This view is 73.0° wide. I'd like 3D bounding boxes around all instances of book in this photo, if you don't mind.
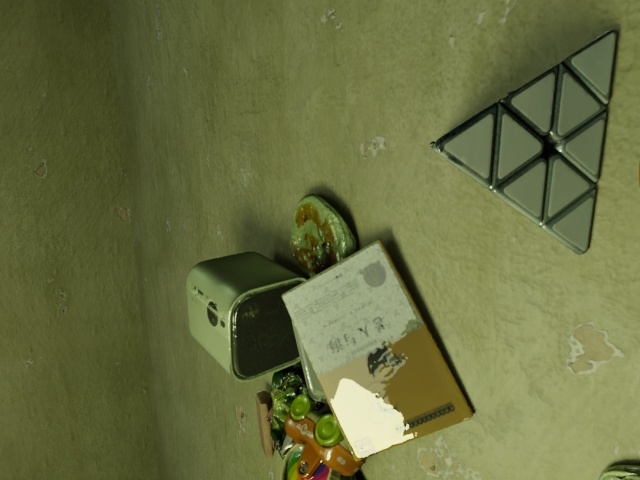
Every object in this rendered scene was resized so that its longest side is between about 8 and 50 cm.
[{"bbox_3d":[0.101,0.226,0.901,0.269,0.032,0.388,-32,76,19],"label":"book"}]

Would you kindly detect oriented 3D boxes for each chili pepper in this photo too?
[{"bbox_3d":[-0.076,0.463,1.230,0.148,0.116,0.264,33,122,56],"label":"chili pepper"}]

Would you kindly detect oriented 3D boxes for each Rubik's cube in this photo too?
[{"bbox_3d":[0.279,-0.136,0.631,0.228,0.233,0.228,72,-155,-55],"label":"Rubik's cube"}]

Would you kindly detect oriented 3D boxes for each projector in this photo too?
[{"bbox_3d":[-0.187,0.189,1.149,0.249,0.248,0.248,22,116,48],"label":"projector"}]

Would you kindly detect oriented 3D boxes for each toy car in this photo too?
[{"bbox_3d":[-0.017,0.516,1.041,0.235,0.145,0.235,-27,37,23],"label":"toy car"}]

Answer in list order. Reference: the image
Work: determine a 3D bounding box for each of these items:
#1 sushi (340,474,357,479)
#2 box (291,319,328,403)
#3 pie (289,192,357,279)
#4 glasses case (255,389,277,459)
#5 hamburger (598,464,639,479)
[{"bbox_3d":[0.083,0.672,1.074,0.273,0.134,0.109,39,146,17],"label":"sushi"},{"bbox_3d":[0.028,0.263,1.031,0.162,0.130,0.226,-23,78,51],"label":"box"},{"bbox_3d":[0.000,0.000,1.075,0.241,0.054,0.240,17,112,49],"label":"pie"},{"bbox_3d":[-0.149,0.574,1.344,0.102,0.070,0.193,-165,68,-70],"label":"glasses case"},{"bbox_3d":[0.450,0.384,0.589,0.133,0.062,0.140,-36,72,49],"label":"hamburger"}]
